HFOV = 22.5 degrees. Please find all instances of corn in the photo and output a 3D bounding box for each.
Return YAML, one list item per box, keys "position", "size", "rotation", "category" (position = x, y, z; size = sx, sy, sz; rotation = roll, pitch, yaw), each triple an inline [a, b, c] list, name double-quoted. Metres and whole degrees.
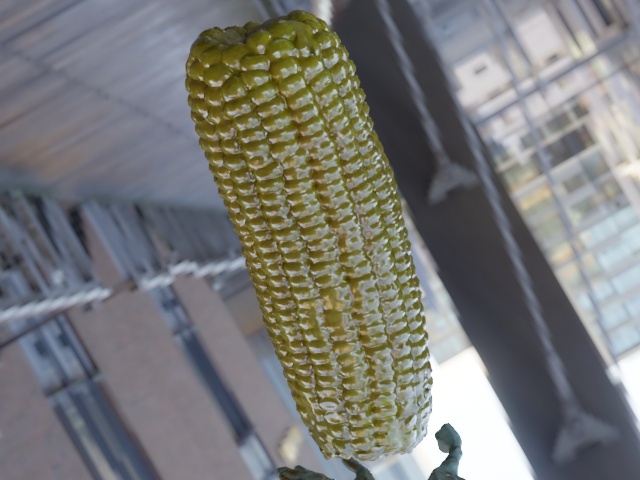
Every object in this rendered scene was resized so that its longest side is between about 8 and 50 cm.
- position: [0.000, 0.000, 1.199]
  size: [0.131, 0.344, 0.131]
  rotation: [-15, -164, 5]
  category: "corn"

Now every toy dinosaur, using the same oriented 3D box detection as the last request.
- position: [0.159, 0.281, 1.712]
  size: [0.205, 0.393, 0.092]
  rotation: [-34, 140, -69]
  category: "toy dinosaur"
